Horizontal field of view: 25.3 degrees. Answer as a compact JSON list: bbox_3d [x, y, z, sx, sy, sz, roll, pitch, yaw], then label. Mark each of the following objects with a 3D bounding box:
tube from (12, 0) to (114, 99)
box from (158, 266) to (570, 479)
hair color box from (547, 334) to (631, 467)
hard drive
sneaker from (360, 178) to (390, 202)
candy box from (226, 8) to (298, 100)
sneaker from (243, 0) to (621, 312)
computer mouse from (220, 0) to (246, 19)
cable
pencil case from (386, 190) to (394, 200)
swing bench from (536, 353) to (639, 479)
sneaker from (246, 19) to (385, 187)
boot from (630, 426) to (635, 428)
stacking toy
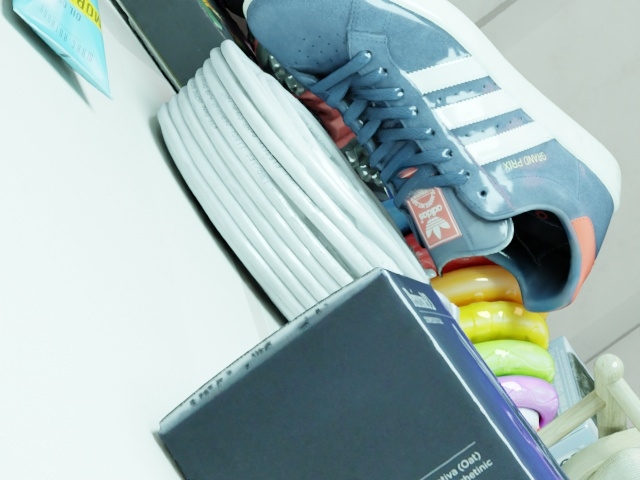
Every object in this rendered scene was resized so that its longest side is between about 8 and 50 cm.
[{"bbox_3d":[-0.164,-0.163,0.871,0.080,0.052,0.207,38,20,-35],"label":"tube"},{"bbox_3d":[0.050,0.124,0.574,0.207,0.108,0.153,55,7,8],"label":"box"},{"bbox_3d":[0.290,0.291,1.331,0.374,0.114,0.185,52,15,-16],"label":"hair color box"},{"bbox_3d":[-0.110,-0.182,1.289,0.339,0.064,0.237,55,6,4],"label":"hard drive"},{"bbox_3d":[0.039,-0.029,1.469,0.234,0.084,0.097,53,7,-3],"label":"sneaker"},{"bbox_3d":[-0.082,-0.238,1.506,0.233,0.071,0.159,55,-22,25],"label":"candy box"},{"bbox_3d":[0.082,-0.066,1.055,0.350,0.131,0.148,31,59,-22],"label":"sneaker"},{"bbox_3d":[-0.097,-0.240,1.288,0.071,0.041,0.242,46,10,20],"label":"computer mouse"},{"bbox_3d":[-0.012,-0.018,1.004,0.257,0.089,0.257,54,6,10],"label":"cable"},{"bbox_3d":[0.113,-0.068,1.555,0.133,0.119,0.306,33,-35,30],"label":"pencil case"},{"bbox_3d":[0.223,0.253,0.910,0.254,0.165,0.253,47,8,-50],"label":"swing bench"},{"bbox_3d":[0.015,-0.156,1.327,0.276,0.098,0.135,45,13,-49],"label":"sneaker"},{"bbox_3d":[0.307,0.225,1.500,0.295,0.211,0.104,53,5,-3],"label":"boot"},{"bbox_3d":[0.134,0.113,1.177,0.175,0.166,0.301,100,-18,-55],"label":"stacking toy"}]
